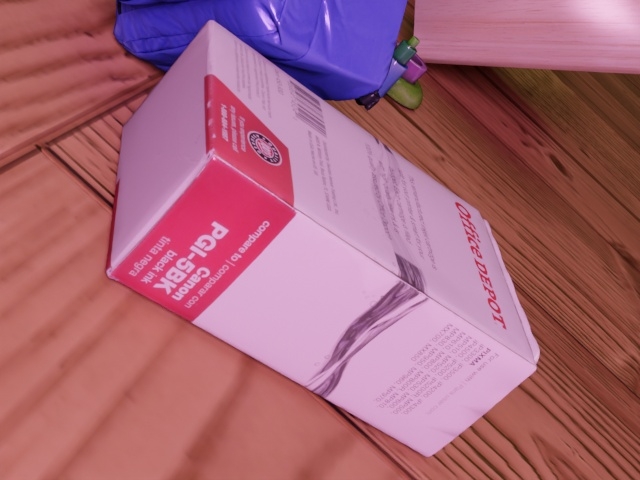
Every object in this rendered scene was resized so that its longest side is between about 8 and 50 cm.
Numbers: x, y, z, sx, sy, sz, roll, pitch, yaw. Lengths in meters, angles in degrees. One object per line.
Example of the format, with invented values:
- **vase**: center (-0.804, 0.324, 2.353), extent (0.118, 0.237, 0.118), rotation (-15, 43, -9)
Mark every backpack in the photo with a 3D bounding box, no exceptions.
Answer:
- **backpack**: center (-0.032, -0.112, 0.437), extent (0.101, 0.098, 0.120), rotation (27, -13, -36)

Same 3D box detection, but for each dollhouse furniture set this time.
- **dollhouse furniture set**: center (0.186, -0.337, 0.849), extent (0.362, 0.394, 0.256), rotation (6, 14, 15)

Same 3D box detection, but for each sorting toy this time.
- **sorting toy**: center (0.040, -0.122, 0.688), extent (0.102, 0.042, 0.061), rotation (27, 27, -37)

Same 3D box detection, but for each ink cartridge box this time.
- **ink cartridge box**: center (0.000, 0.000, 0.379), extent (0.135, 0.056, 0.099), rotation (33, 24, -24)
